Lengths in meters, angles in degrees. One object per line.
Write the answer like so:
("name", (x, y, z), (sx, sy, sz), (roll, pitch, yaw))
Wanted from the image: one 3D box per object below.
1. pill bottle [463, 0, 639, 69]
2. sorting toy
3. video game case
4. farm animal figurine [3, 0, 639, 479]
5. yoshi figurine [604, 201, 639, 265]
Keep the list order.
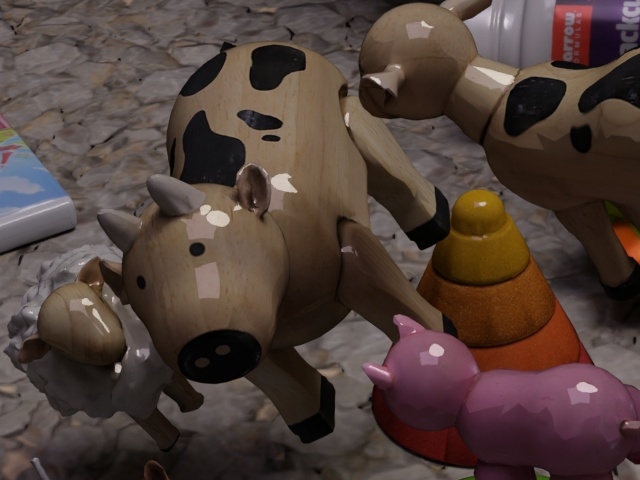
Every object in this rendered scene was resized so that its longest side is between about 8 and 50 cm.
("pill bottle", (0.188, -0.121, 1.114), (0.193, 0.108, 0.108), (3, 33, 15))
("sorting toy", (0.080, 0.095, 0.776), (0.127, 0.126, 0.365), (-4, 31, 4))
("video game case", (-0.289, -0.026, 1.126), (0.212, 0.023, 0.193), (-20, 35, -20))
("farm animal figurine", (0.000, 0.000, 0.719), (0.330, 0.172, 0.327), (-38, 28, 5))
("yoshi figurine", (0.311, -0.047, 0.920), (0.362, 0.203, 0.203), (9, 19, 27))
